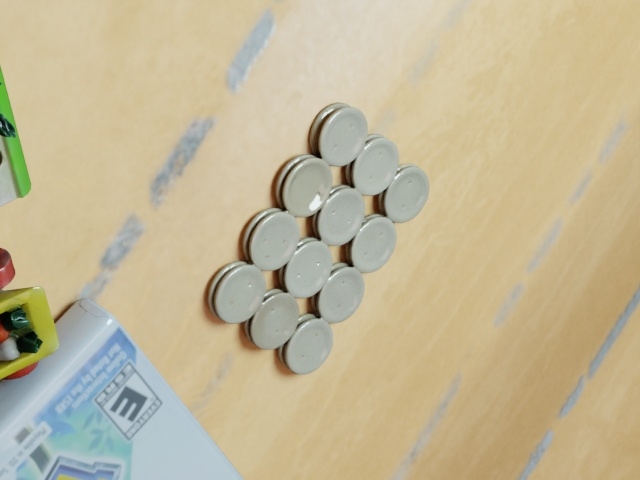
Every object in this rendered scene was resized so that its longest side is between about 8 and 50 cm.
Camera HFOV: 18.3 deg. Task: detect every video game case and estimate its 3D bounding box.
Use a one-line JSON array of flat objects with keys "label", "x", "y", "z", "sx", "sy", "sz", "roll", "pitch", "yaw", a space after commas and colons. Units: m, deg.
[{"label": "video game case", "x": -0.168, "y": 0.240, "z": 1.122, "sx": 0.329, "sy": 0.036, "sz": 0.300, "roll": -47, "pitch": 135, "yaw": -15}]

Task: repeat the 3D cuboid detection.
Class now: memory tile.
[{"label": "memory tile", "x": 0.000, "y": 0.000, "z": 1.177, "sx": 0.148, "sy": 0.012, "sz": 0.113, "roll": -57, "pitch": 136, "yaw": -4}]

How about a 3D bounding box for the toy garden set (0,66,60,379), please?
[{"label": "toy garden set", "x": -0.233, "y": 0.023, "z": 0.942, "sx": 0.244, "sy": 0.049, "sz": 0.204, "roll": -30, "pitch": 128, "yaw": -29}]
